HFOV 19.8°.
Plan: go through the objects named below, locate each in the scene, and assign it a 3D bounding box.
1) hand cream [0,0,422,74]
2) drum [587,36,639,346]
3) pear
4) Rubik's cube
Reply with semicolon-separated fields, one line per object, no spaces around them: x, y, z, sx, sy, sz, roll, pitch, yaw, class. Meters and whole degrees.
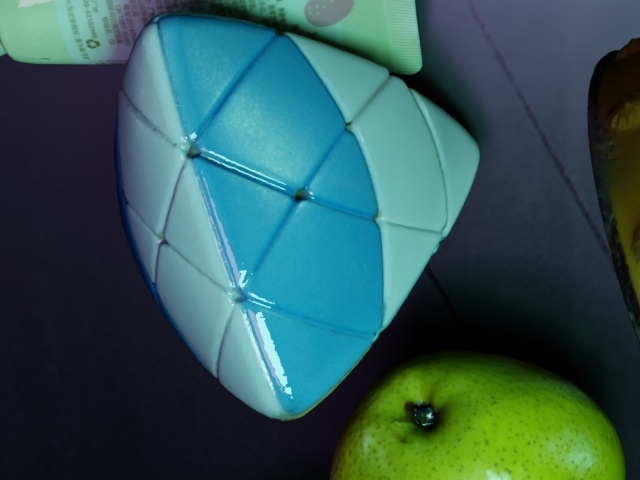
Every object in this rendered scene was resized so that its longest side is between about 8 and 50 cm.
-0.094;-0.153;1.125;0.306;0.093;0.147;3;142;11;hand cream
0.330;0.044;0.948;0.214;0.431;0.431;-26;109;24;drum
0.102;0.164;1.196;0.198;0.198;0.198;6;119;11;pear
0.000;0.000;1.116;0.254;0.254;0.254;6;119;11;Rubik's cube
